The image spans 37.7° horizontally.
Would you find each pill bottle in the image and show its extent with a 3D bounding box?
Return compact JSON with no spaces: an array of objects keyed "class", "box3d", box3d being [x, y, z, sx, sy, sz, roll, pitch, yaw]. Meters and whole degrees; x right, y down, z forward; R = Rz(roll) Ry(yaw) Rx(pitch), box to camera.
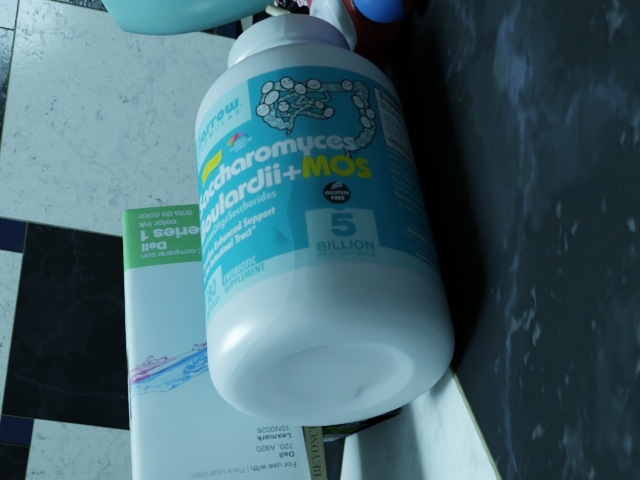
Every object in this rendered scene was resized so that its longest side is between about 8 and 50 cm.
[{"class":"pill bottle","box3d":[-0.007,-0.026,0.612,0.146,0.146,0.264,103,162,-52]}]

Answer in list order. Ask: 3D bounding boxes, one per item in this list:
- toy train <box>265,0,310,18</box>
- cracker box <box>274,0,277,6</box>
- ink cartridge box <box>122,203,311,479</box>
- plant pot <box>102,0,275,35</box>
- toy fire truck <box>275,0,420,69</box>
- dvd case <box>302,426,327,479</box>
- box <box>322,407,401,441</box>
[{"class":"toy train","box3d":[-0.009,-0.128,0.730,0.027,0.036,0.158,33,163,34]},{"class":"cracker box","box3d":[-0.030,-0.144,1.061,0.232,0.067,0.156,112,157,-65]},{"class":"ink cartridge box","box3d":[-0.088,0.139,0.730,0.201,0.117,0.278,99,164,-48]},{"class":"plant pot","box3d":[-0.172,-0.379,1.103,0.293,0.235,0.293,154,90,-89]},{"class":"toy fire truck","box3d":[-0.003,-0.254,0.705,0.254,0.169,0.302,63,165,7]},{"class":"dvd case","box3d":[-0.024,0.117,0.752,0.164,0.018,0.221,120,145,-70]},{"class":"box","box3d":[0.000,0.061,0.824,0.270,0.060,0.216,120,147,-71]}]
